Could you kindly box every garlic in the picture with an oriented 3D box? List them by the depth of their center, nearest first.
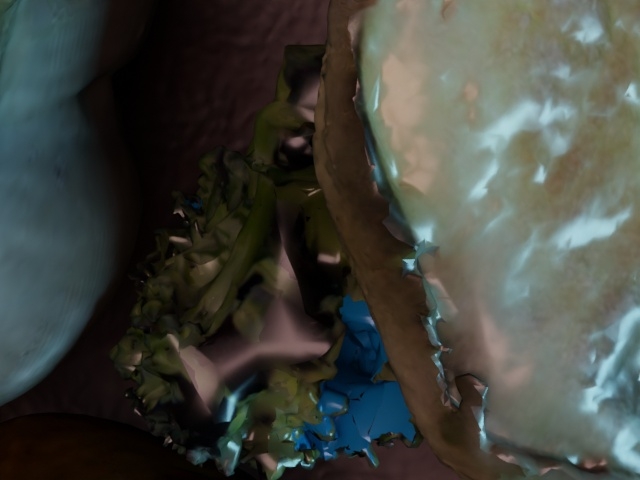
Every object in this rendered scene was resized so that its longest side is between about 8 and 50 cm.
[{"bbox_3d":[-0.200,-0.074,0.563,0.340,0.246,0.231,28,119,26],"label":"garlic"}]

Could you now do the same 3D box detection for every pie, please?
[{"bbox_3d":[0.143,-0.048,0.518,0.337,0.075,0.337,2,86,-22],"label":"pie"}]

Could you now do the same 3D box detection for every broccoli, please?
[{"bbox_3d":[0.000,0.000,0.547,0.167,0.160,0.154,-11,56,-7],"label":"broccoli"}]

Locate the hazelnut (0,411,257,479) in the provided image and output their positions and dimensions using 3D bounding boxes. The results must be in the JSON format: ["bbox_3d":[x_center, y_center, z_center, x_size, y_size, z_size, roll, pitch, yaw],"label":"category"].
[{"bbox_3d":[-0.090,0.173,0.556,0.234,0.218,0.218,0,90,40],"label":"hazelnut"}]
